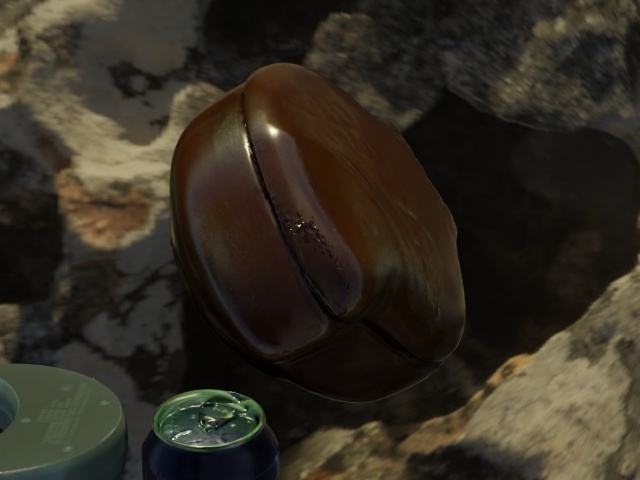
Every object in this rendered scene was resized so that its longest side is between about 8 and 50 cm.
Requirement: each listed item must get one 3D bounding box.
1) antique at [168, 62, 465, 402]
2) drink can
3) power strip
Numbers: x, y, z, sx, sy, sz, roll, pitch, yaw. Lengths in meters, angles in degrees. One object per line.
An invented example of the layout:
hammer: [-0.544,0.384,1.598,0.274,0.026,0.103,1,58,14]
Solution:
antique: [0.000,0.000,0.977,0.129,0.278,0.223,-33,94,18]
drink can: [-0.091,0.236,1.294,0.118,0.118,0.205,6,116,16]
power strip: [-0.198,0.132,1.040,0.137,0.216,0.044,2,107,3]
